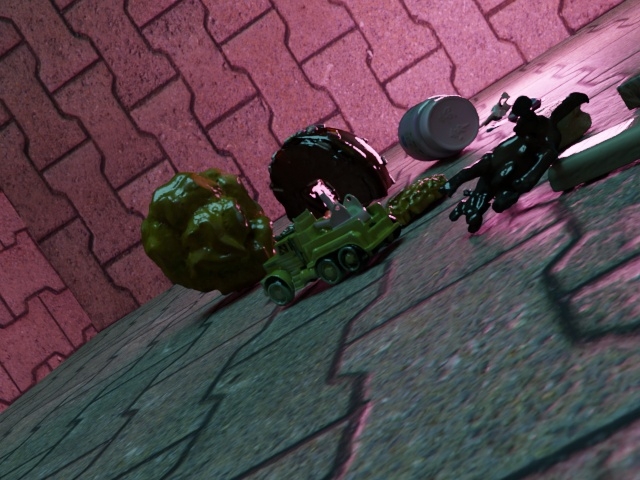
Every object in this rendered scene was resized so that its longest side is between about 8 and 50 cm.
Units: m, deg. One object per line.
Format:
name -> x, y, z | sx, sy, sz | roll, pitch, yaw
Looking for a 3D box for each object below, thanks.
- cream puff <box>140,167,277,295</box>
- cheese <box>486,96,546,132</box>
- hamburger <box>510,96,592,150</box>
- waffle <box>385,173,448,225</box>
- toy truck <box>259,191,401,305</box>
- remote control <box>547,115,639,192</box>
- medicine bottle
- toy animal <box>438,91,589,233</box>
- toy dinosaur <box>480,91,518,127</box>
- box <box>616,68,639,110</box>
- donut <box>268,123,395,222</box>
cream puff -> -0.253, -0.001, 2.098 | 0.291, 0.324, 0.257 | -40, 37, -6
cheese -> 0.429, -0.275, 1.940 | 0.145, 0.038, 0.095 | -29, 7, 25
hamburger -> 0.357, -0.173, 1.391 | 0.133, 0.062, 0.140 | -37, 9, -26
waffle -> 0.168, -0.075, 1.640 | 0.149, 0.051, 0.194 | -31, 6, 1
toy truck -> 0.000, 0.004, 1.493 | 0.259, 0.135, 0.128 | -32, 5, 42
remote control -> 0.383, -0.128, 0.990 | 0.090, 0.038, 0.309 | -38, 7, -39
medicine bottle -> 0.282, -0.269, 2.121 | 0.152, 0.152, 0.254 | -33, 5, -5
toy animal -> 0.234, -0.102, 1.107 | 0.233, 0.084, 0.148 | -51, -4, 24
toy dinosaur -> 0.442, -0.317, 2.239 | 0.187, 0.044, 0.106 | -46, -6, -5
box -> 0.485, -0.233, 1.279 | 0.098, 0.045, 0.062 | -28, 8, 47
donut -> 0.006, -0.173, 2.281 | 0.345, 0.259, 0.136 | -28, 16, 46
